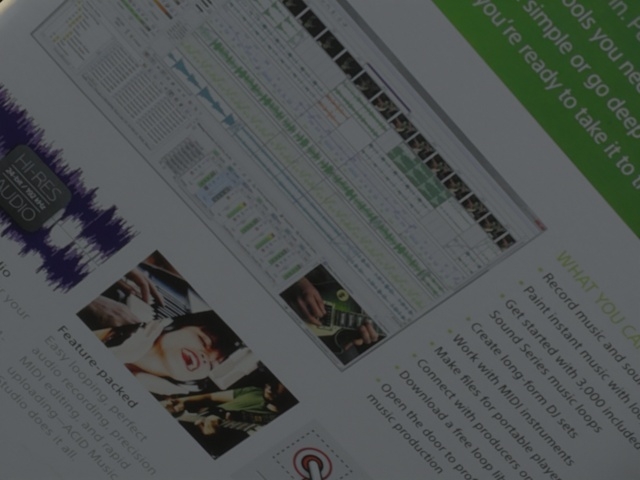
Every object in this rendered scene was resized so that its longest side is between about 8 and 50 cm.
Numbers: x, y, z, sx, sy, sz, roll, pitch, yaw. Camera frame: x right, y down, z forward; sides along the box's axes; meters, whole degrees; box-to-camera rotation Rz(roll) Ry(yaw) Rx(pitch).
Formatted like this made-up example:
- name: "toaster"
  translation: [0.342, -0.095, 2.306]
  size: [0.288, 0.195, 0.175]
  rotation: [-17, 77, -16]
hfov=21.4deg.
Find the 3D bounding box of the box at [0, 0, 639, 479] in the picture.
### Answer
- name: "box"
  translation: [0.000, 0.000, 0.511]
  size: [0.322, 0.232, 0.058]
  rotation: [-36, 12, 30]
